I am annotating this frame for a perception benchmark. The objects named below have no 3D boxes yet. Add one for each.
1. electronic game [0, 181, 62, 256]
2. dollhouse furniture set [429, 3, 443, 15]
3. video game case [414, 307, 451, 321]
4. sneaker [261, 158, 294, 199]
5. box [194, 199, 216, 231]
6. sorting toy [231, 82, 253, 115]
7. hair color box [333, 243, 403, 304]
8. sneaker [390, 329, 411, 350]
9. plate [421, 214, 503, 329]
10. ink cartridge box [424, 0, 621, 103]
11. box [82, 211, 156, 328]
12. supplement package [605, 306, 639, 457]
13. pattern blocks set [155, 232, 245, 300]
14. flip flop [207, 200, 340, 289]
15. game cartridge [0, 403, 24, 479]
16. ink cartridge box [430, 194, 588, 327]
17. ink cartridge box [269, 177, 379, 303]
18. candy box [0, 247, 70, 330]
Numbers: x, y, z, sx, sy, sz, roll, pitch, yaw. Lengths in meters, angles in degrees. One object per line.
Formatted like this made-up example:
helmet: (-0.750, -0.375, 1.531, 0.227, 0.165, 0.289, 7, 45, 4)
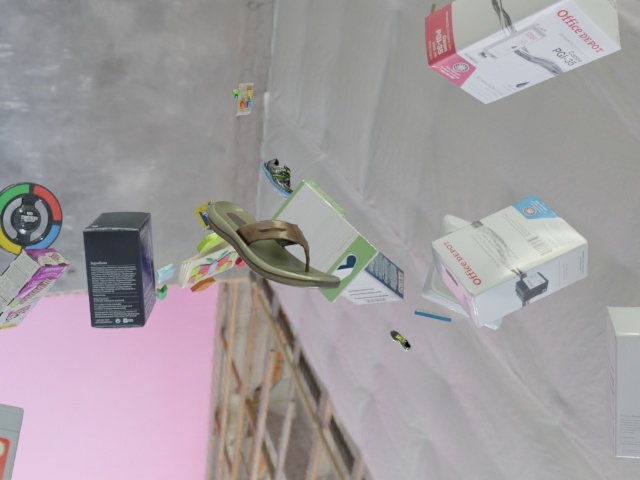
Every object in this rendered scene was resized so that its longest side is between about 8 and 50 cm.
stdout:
electronic game: (-0.893, -0.063, 2.031, 0.048, 0.229, 0.229, 10, -75, 41)
dollhouse furniture set: (0.210, -0.669, 1.497, 0.303, 0.174, 0.355, -84, -176, -73)
video game case: (0.374, 0.247, 2.219, 0.166, 0.119, 0.015, 14, 87, -79)
sneaker: (-0.124, -0.200, 2.163, 0.188, 0.078, 0.067, 54, -1, 34)
box: (-0.266, -0.058, 1.753, 0.059, 0.054, 0.169, 59, 8, 10)
sorting toy: (-0.147, -0.267, 1.270, 0.083, 0.012, 0.062, -33, 136, -65)
hair color box: (0.118, 0.100, 2.079, 0.174, 0.347, 0.105, -8, -114, 26)
sneaker: (0.255, 0.312, 2.102, 0.083, 0.031, 0.035, 44, -23, -2)
plate: (0.439, 0.091, 1.989, 0.278, 0.045, 0.277, 24, -75, 37)
ink cartridge box: (0.366, -0.382, 1.224, 0.283, 0.207, 0.117, -17, -116, 43)
box: (-0.405, 0.056, 1.365, 0.153, 0.108, 0.207, -106, -164, -74)
supplement package: (0.735, 0.311, 1.486, 0.175, 0.178, 0.292, -42, 129, -67)
pattern blocks set: (-0.294, 0.062, 1.794, 0.026, 0.325, 0.285, 53, -22, 18)
flip flop: (-0.077, -0.005, 1.053, 0.277, 0.112, 0.080, 38, -70, 37)
game cartridge: (-0.649, 0.409, 1.180, 0.060, 0.196, 0.294, -48, -144, 34)
ink cartridge box: (0.463, 0.047, 1.660, 0.223, 0.308, 0.129, -120, -172, -49)
ink cartridge box: (0.000, 0.000, 1.504, 0.235, 0.056, 0.171, 43, -71, 7)
candy box: (-0.780, 0.128, 1.736, 0.071, 0.233, 0.159, 42, 4, 4)
